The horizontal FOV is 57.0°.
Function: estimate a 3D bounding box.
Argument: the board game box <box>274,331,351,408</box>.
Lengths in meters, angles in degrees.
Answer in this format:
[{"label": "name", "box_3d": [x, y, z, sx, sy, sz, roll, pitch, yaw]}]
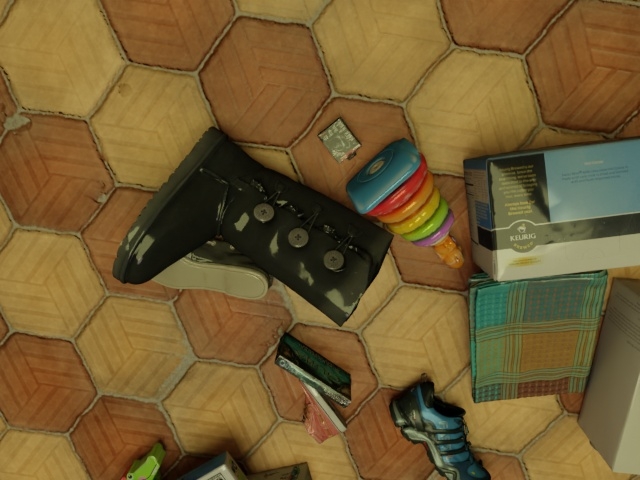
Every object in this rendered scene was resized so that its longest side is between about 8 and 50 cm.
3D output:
[{"label": "board game box", "box_3d": [-0.013, 0.285, 1.305, 0.186, 0.126, 0.026, 34, 103, -7]}]

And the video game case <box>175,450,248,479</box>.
[{"label": "video game case", "box_3d": [-0.259, 0.644, 1.333, 0.269, 0.061, 0.244, -31, 102, 5]}]

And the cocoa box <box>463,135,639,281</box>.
[{"label": "cocoa box", "box_3d": [0.473, -0.070, 1.135, 0.346, 0.231, 0.228, -7, 97, 4]}]

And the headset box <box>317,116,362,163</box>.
[{"label": "headset box", "box_3d": [0.043, -0.205, 1.226, 0.062, 0.032, 0.083, -38, 101, 11]}]

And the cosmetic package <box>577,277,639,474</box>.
[{"label": "cosmetic package", "box_3d": [0.685, 0.285, 1.245, 0.155, 0.197, 0.366, 6, 106, 0]}]

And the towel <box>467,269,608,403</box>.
[{"label": "towel", "box_3d": [0.451, 0.209, 1.250, 0.271, 0.040, 0.370, -7, 125, 5]}]

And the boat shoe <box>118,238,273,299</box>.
[{"label": "boat shoe", "box_3d": [-0.262, 0.045, 1.282, 0.334, 0.096, 0.112, 14, 124, 3]}]

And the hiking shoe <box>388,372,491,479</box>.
[{"label": "hiking shoe", "box_3d": [0.298, 0.451, 1.342, 0.304, 0.113, 0.132, 44, 102, -9]}]

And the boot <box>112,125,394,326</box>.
[{"label": "boot", "box_3d": [-0.125, 0.034, 1.165, 0.445, 0.146, 0.367, 33, 80, -1]}]

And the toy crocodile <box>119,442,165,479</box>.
[{"label": "toy crocodile", "box_3d": [-0.471, 0.632, 1.416, 0.105, 0.115, 0.341, 29, 104, -6]}]

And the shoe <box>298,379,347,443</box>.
[{"label": "shoe", "box_3d": [-0.017, 0.389, 1.363, 0.081, 0.063, 0.178, -33, 105, 5]}]

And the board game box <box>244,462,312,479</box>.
[{"label": "board game box", "box_3d": [-0.153, 0.684, 1.429, 0.303, 0.097, 0.224, -13, 103, 4]}]

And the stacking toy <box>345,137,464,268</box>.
[{"label": "stacking toy", "box_3d": [0.207, -0.047, 1.213, 0.165, 0.175, 0.302, -41, 111, 9]}]
